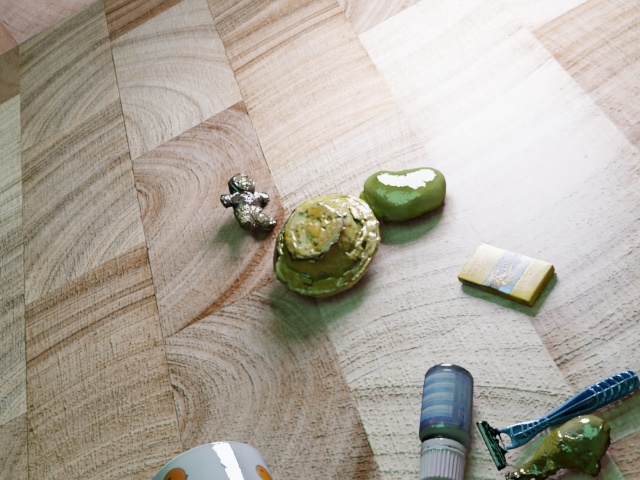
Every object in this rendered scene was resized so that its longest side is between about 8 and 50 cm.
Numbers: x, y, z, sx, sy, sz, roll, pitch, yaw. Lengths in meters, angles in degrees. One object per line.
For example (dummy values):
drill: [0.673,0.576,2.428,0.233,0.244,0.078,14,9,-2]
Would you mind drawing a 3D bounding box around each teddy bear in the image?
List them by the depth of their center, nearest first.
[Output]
teddy bear: [-0.161,-0.072,2.077,0.119,0.078,0.160,-1,49,-28]

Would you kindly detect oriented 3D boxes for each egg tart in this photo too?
egg tart: [0.000,0.000,1.858,0.241,0.106,0.241,-13,59,23]

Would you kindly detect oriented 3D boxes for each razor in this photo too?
razor: [0.369,0.264,1.452,0.253,0.042,0.082,-27,63,4]

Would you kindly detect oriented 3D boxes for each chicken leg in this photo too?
chicken leg: [0.351,0.324,1.394,0.178,0.070,0.093,-31,47,13]

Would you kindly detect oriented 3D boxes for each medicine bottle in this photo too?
medicine bottle: [0.197,0.297,1.495,0.083,0.083,0.203,-11,45,23]

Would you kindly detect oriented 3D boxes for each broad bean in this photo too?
broad bean: [0.161,-0.094,1.892,0.175,0.082,0.124,-5,50,29]

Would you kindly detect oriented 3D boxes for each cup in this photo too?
cup: [-0.125,0.486,1.417,0.212,0.212,0.317,-34,42,-2]

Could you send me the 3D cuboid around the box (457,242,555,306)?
box: [0.329,0.059,1.687,0.155,0.023,0.087,19,59,41]
